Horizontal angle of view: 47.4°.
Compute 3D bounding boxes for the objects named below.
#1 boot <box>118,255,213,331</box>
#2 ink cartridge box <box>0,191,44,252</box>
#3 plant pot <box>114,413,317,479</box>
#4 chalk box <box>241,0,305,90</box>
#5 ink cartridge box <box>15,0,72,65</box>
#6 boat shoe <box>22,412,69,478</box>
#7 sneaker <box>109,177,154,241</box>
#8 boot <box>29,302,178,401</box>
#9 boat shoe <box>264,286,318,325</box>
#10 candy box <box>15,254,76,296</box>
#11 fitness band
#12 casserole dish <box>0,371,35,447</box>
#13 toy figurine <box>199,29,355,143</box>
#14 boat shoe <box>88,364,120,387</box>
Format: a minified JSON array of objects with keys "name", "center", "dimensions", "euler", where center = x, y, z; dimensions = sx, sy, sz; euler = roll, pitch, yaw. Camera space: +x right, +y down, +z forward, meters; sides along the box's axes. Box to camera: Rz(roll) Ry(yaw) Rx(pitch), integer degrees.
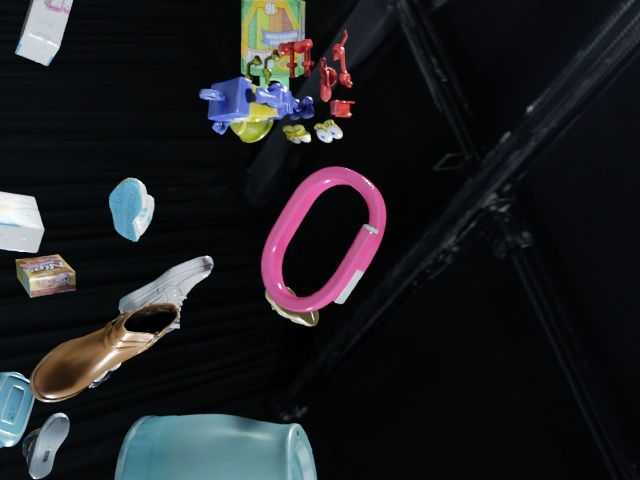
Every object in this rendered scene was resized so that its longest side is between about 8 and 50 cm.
[{"name":"boot","center":[-0.340,0.144,1.685],"dimensions":[0.258,0.095,0.123],"euler":[-30,-107,15]},{"name":"ink cartridge box","center":[-0.659,-0.051,1.544],"dimensions":[0.181,0.104,0.061],"euler":[49,-58,48]},{"name":"plant pot","center":[-0.143,0.397,1.140],"dimensions":[0.271,0.255,0.271],"euler":[-10,90,-80]},{"name":"chalk box","center":[-0.105,-0.434,1.646],"dimensions":[0.132,0.132,0.213],"euler":[-73,164,-75]},{"name":"ink cartridge box","center":[-0.397,-0.330,1.059],"dimensions":[0.088,0.052,0.122],"euler":[-12,-117,59]},{"name":"boat shoe","center":[-0.645,0.457,1.689],"dimensions":[0.083,0.065,0.183],"euler":[41,-68,38]},{"name":"sneaker","center":[-0.461,-0.093,1.800],"dimensions":[0.087,0.092,0.228],"euler":[28,-32,0]},{"name":"boot","center":[-0.425,0.217,1.456],"dimensions":[0.220,0.283,0.109],"euler":[-30,-97,50]},{"name":"boat shoe","center":[-0.069,0.141,1.564],"dimensions":[0.048,0.153,0.056],"euler":[-11,-124,44]},{"name":"candy box","center":[-0.688,0.085,1.822],"dimensions":[0.187,0.109,0.053],"euler":[24,-63,55]},{"name":"fitness band","center":[0.000,0.000,1.379],"dimensions":[0.209,0.054,0.291],"euler":[36,-82,33]},{"name":"casserole dish","center":[-0.732,0.392,1.714],"dimensions":[0.037,0.114,0.188],"euler":[-28,-139,33]},{"name":"toy figurine","center":[-0.133,-0.275,1.320],"dimensions":[0.362,0.217,0.191],"euler":[8,-81,52]},{"name":"boat shoe","center":[-0.540,0.324,1.808],"dimensions":[0.046,0.125,0.038],"euler":[37,-67,-2]}]
